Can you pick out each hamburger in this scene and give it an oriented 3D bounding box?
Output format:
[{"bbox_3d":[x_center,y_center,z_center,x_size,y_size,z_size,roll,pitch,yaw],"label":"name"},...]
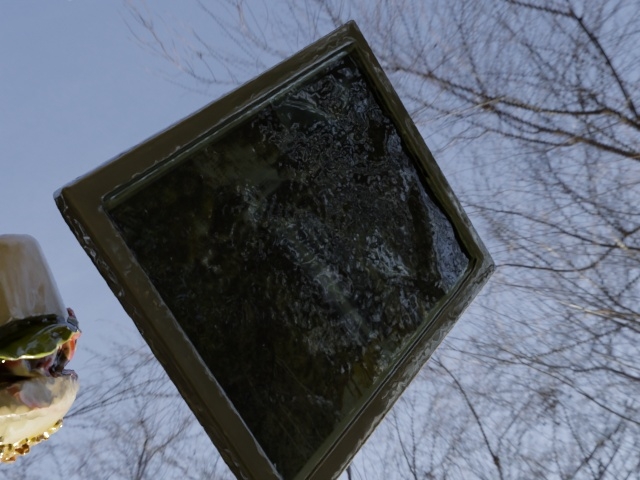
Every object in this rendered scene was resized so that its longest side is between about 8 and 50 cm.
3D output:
[{"bbox_3d":[-0.326,0.089,0.672,0.302,0.302,0.170,-7,-90,-3],"label":"hamburger"}]

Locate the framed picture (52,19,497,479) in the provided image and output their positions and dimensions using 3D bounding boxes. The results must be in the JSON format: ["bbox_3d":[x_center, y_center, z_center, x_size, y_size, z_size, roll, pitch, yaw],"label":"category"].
[{"bbox_3d":[0.000,0.000,0.615,0.020,0.324,0.240,-23,-78,41],"label":"framed picture"}]
